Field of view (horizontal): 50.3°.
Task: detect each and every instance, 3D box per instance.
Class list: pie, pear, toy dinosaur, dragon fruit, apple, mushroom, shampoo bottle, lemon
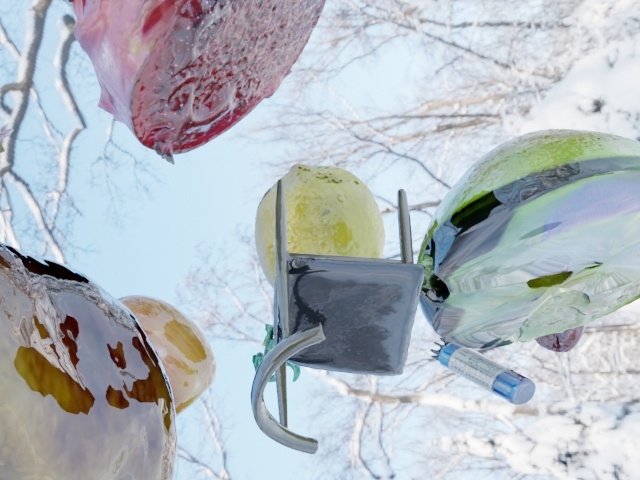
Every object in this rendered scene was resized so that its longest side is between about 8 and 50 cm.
[{"bbox_3d":[0.492,0.164,1.428,0.036,0.154,0.155,0,-99,-24],"label":"pie"},{"bbox_3d":[0.299,-0.021,0.916,0.399,0.398,0.165,38,-149,-47],"label":"pear"},{"bbox_3d":[-0.070,0.196,1.138,0.059,0.132,0.096,13,-84,-36],"label":"toy dinosaur"},{"bbox_3d":[-0.170,-0.310,0.903,0.249,0.371,0.386,44,-176,10],"label":"dragon fruit"},{"bbox_3d":[-0.324,0.229,1.236,0.241,0.242,0.242,37,-141,2],"label":"apple"},{"bbox_3d":[-0.242,0.120,0.367,0.345,0.345,0.260,40,-134,-46],"label":"mushroom"},{"bbox_3d":[0.269,0.219,1.164,0.087,0.183,0.050,14,-82,-47],"label":"shampoo bottle"},{"bbox_3d":[0.000,0.000,1.335,0.258,0.257,0.310,-27,-66,-57],"label":"lemon"}]

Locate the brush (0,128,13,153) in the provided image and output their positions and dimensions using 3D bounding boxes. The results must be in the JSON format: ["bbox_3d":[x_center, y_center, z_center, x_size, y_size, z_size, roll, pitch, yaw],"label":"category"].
[{"bbox_3d":[-0.646,-0.173,1.298,0.103,0.233,0.047,-41,-67,-41],"label":"brush"}]

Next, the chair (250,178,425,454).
[{"bbox_3d":[0.020,0.081,0.754,0.272,0.166,0.188,-86,0,-51],"label":"chair"}]
